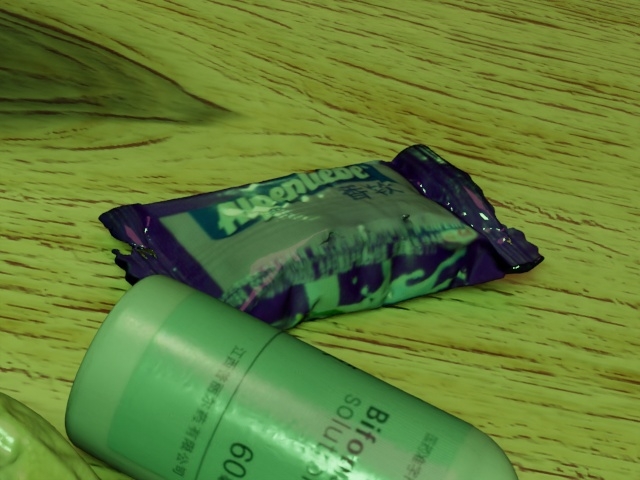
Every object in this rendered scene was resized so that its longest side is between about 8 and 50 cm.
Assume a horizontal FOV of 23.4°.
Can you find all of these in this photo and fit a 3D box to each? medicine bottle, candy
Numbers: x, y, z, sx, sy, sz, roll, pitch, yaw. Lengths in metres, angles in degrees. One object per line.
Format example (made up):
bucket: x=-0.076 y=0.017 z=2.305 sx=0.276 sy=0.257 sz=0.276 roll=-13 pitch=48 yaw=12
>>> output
medicine bottle: x=0.038 y=0.138 z=0.826 sx=0.352 sy=0.110 sz=0.110 roll=25 pitch=39 yaw=11
candy: x=0.000 y=0.000 z=1.013 sx=0.275 sy=0.070 sz=0.145 roll=-14 pitch=41 yaw=-27

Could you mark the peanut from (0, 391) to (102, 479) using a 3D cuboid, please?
peanut: x=-0.217 y=0.120 z=0.747 sx=0.290 sy=0.130 sz=0.130 roll=21 pitch=39 yaw=8
